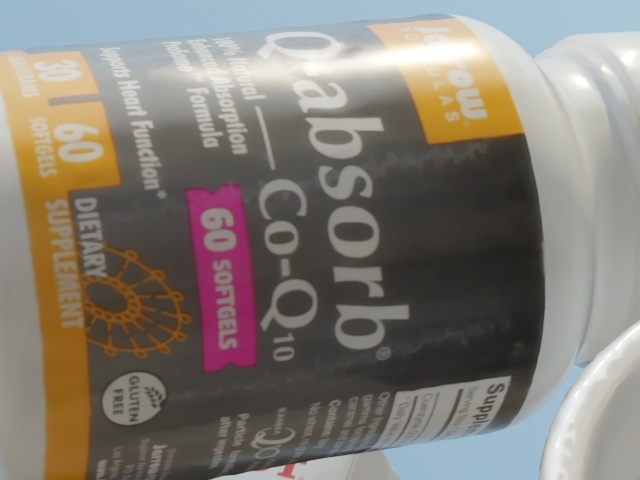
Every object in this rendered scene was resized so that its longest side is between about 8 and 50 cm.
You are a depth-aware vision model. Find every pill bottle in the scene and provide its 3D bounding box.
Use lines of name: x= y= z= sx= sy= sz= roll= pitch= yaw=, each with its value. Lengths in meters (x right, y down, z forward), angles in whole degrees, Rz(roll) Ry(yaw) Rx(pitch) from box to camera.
pill bottle: x=0.000 y=0.000 z=0.684 sx=0.278 sy=0.162 sz=0.162 roll=-8 pitch=-62 yaw=-17

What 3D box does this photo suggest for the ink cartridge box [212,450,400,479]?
ink cartridge box: x=-0.098 y=0.207 z=0.852 sx=0.283 sy=0.207 sz=0.117 roll=-67 pitch=-27 yaw=-25

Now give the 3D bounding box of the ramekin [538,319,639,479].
ramekin: x=0.191 y=0.142 z=0.550 sx=0.277 sy=0.277 sz=0.135 roll=-22 pitch=-46 yaw=-33
